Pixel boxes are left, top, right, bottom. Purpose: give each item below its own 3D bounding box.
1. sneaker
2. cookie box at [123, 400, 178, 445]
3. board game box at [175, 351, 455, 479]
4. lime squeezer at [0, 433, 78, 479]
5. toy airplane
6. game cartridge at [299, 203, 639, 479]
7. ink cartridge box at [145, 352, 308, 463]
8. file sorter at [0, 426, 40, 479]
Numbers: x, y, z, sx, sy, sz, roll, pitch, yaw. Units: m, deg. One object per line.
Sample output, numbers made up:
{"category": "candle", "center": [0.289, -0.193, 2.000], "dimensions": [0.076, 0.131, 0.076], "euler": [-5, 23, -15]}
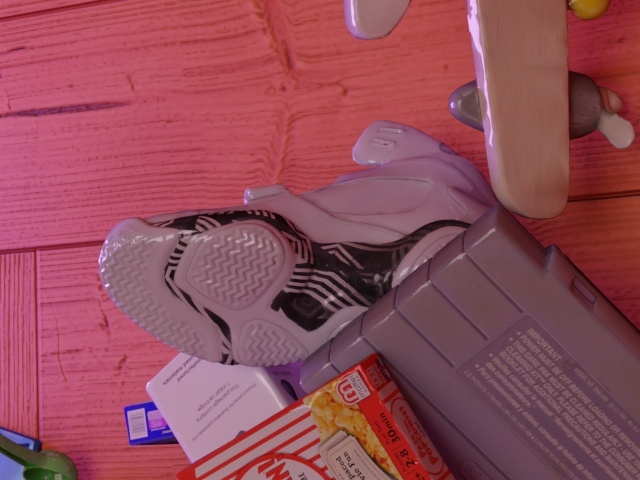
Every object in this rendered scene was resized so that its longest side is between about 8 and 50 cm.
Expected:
{"category": "sneaker", "center": [0.000, 0.000, 1.617], "dimensions": [0.365, 0.210, 0.137], "euler": [4, 122, -2]}
{"category": "cookie box", "center": [-0.118, 0.169, 1.795], "dimensions": [0.091, 0.107, 0.040], "euler": [-14, 78, 29]}
{"category": "board game box", "center": [0.001, 0.199, 1.502], "dimensions": [0.193, 0.045, 0.147], "euler": [-34, 87, 23]}
{"category": "lime squeezer", "center": [-0.267, 0.283, 1.890], "dimensions": [0.058, 0.110, 0.310], "euler": [-12, 111, 14]}
{"category": "toy airplane", "center": [0.174, -0.268, 1.553], "dimensions": [0.384, 0.272, 0.386], "euler": [41, 95, -6]}
{"category": "game cartridge", "center": [0.186, 0.158, 1.531], "dimensions": [0.230, 0.068, 0.355], "euler": [-41, 103, 19]}
{"category": "ink cartridge box", "center": [0.000, 0.204, 1.665], "dimensions": [0.115, 0.198, 0.273], "euler": [-43, 67, 20]}
{"category": "file sorter", "center": [-0.399, 0.244, 1.966], "dimensions": [0.170, 0.104, 0.118], "euler": [14, 93, 32]}
